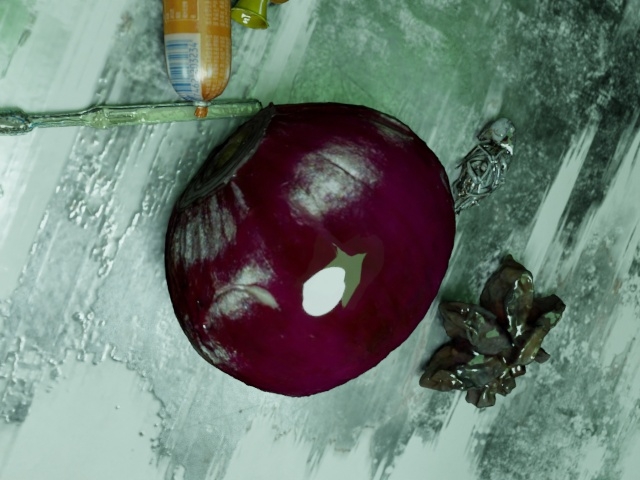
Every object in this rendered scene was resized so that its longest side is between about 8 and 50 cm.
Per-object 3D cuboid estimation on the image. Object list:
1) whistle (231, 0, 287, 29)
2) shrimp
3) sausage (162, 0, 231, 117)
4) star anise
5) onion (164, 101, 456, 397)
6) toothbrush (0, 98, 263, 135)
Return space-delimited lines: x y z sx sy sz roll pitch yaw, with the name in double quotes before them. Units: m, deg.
"whistle" -0.053 -0.284 0.677 0.057 0.046 0.109 23 85 -12
"shrimp" 0.213 -0.090 0.827 0.165 0.057 0.065 -54 132 -16
"sausage" -0.126 -0.244 0.635 0.071 0.071 0.234 -3 102 -23
"star anise" 0.252 0.131 0.868 0.214 0.099 0.219 25 90 -35
"onion" 0.000 0.000 0.645 0.337 0.260 0.281 -37 108 -12
"toothbrush" -0.198 -0.131 0.654 0.295 0.028 0.026 -10 106 -27
